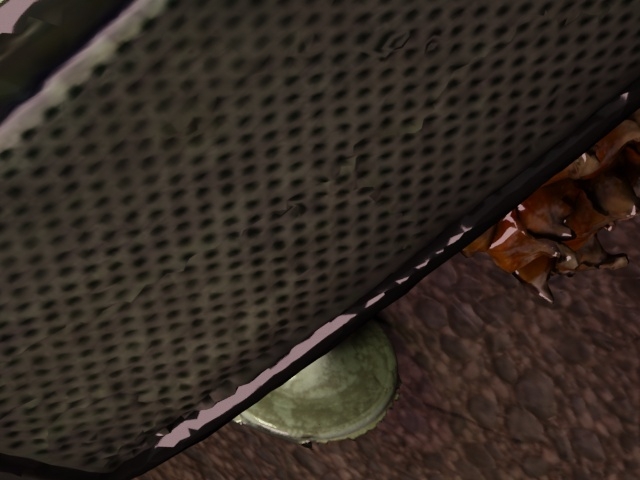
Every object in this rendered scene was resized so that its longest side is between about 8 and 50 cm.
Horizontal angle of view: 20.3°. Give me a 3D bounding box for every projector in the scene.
[{"bbox_3d":[-0.063,-0.180,0.572,0.405,0.242,0.395,-40,59,15],"label":"projector"}]

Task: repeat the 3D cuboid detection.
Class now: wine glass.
[{"bbox_3d":[0.000,0.000,1.003,0.126,0.126,0.241,27,141,17],"label":"wine glass"}]

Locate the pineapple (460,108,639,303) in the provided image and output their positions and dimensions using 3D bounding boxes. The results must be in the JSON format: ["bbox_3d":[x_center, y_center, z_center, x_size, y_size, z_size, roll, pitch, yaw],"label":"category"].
[{"bbox_3d":[0.140,-0.149,0.712,0.272,0.262,0.262,-33,103,29],"label":"pineapple"}]
